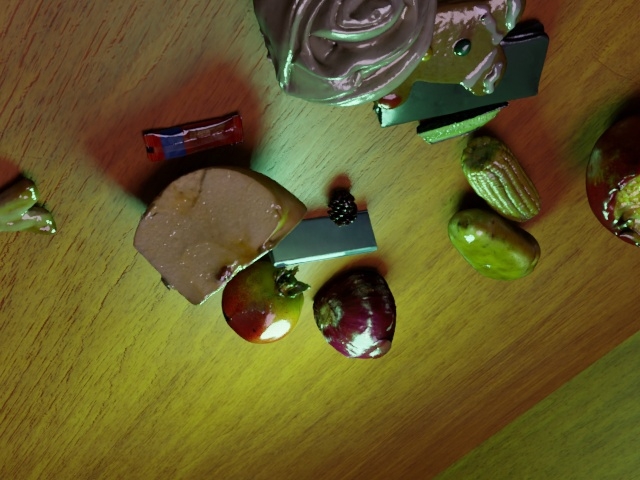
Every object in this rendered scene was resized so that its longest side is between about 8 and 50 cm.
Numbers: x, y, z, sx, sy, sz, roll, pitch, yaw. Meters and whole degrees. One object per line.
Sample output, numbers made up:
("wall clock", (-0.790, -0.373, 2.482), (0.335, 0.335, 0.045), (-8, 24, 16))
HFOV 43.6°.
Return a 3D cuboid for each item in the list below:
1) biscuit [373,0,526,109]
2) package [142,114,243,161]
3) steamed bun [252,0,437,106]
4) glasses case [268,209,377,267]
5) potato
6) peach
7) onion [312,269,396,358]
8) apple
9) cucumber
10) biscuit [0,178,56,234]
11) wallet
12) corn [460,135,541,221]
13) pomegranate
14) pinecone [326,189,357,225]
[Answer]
("biscuit", (0.175, -0.369, 1.531), (0.431, 0.064, 0.283), (-4, 132, -14))
("package", (-0.254, -0.206, 1.615), (0.200, 0.022, 0.083), (-13, 144, -10))
("steamed bun", (0.046, -0.361, 1.333), (0.309, 0.219, 0.324), (-4, 128, -7))
("glasses case", (0.000, 0.000, 1.974), (0.265, 0.105, 0.056), (-9, 163, -16))
("potato", (0.459, 0.010, 2.137), (0.176, 0.195, 0.369), (-46, 141, 13))
("peach", (0.850, -0.154, 1.996), (0.405, 0.310, 0.335), (10, 125, -16))
("onion", (0.116, 0.208, 2.211), (0.216, 0.206, 0.207), (3, 139, -31))
("apple", (-0.201, -0.026, 1.697), (0.309, 0.252, 0.314), (-43, 143, 11))
("cucumber", (0.317, -0.267, 1.810), (0.219, 0.046, 0.070), (-17, 148, -2))
("biscuit", (-0.654, -0.049, 1.603), (0.207, 0.047, 0.164), (-15, 146, -8))
("wallet", (0.295, -0.343, 1.684), (0.377, 0.051, 0.197), (-14, 145, -5))
("corn", (0.450, -0.142, 1.973), (0.131, 0.131, 0.344), (-32, 145, 17))
("pomegranate", (-0.136, 0.148, 1.999), (0.210, 0.210, 0.235), (18, 139, -43))
("pinecone", (0.050, -0.078, 1.906), (0.077, 0.077, 0.083), (-19, 128, -2))
